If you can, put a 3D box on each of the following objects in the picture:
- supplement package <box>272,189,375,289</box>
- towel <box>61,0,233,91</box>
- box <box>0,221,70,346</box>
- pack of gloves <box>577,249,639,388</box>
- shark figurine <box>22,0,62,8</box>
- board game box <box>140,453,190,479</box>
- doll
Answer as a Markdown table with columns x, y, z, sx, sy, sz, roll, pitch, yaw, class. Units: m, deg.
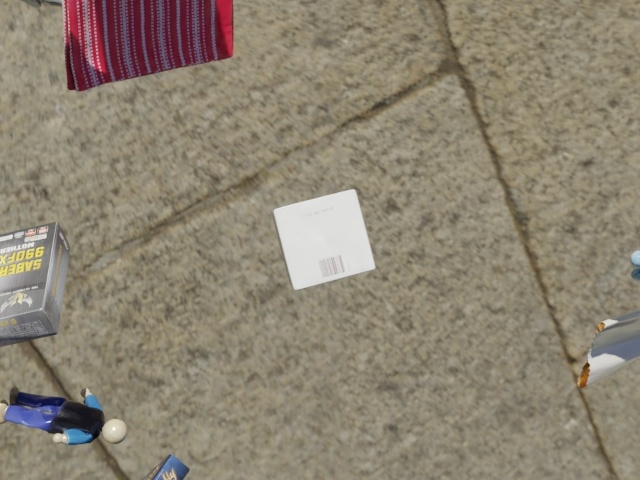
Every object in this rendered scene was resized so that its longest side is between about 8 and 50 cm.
| x | y | z | sx | sy | sz | roll | pitch | yaw | class |
| --- | --- | --- | --- | --- | --- | --- | --- | --- | --- |
| 0.000 | 0.000 | 1.670 | 0.139 | 0.244 | 0.134 | -14 | 90 | -3 | supplement package |
| -0.240 | -0.328 | 1.427 | 0.275 | 0.031 | 0.199 | -20 | 130 | -34 | towel |
| -0.479 | 0.075 | 1.402 | 0.231 | 0.183 | 0.056 | -12 | 131 | 5 | box |
| 0.321 | 0.024 | 0.766 | 0.232 | 0.046 | 0.195 | -21 | 141 | -22 | pack of gloves |
| -0.529 | -0.449 | 1.534 | 0.116 | 0.166 | 0.278 | -65 | 159 | 9 | shark figurine |
| -0.306 | 0.449 | 1.495 | 0.042 | 0.243 | 0.165 | 41 | 134 | -5 | board game box |
| -0.378 | 0.263 | 1.485 | 0.189 | 0.129 | 0.046 | 13 | 117 | 8 | doll |
